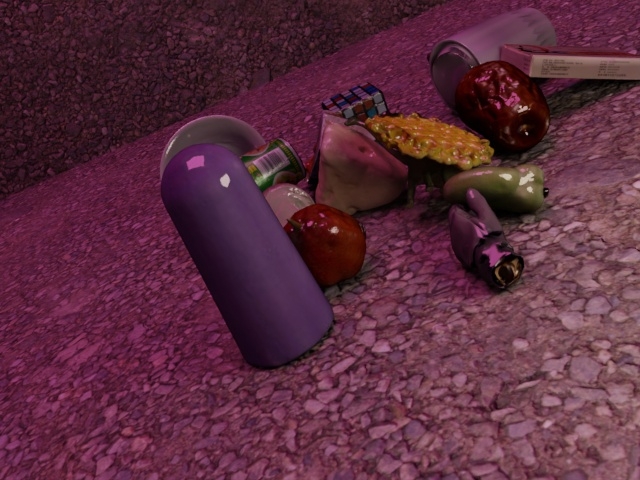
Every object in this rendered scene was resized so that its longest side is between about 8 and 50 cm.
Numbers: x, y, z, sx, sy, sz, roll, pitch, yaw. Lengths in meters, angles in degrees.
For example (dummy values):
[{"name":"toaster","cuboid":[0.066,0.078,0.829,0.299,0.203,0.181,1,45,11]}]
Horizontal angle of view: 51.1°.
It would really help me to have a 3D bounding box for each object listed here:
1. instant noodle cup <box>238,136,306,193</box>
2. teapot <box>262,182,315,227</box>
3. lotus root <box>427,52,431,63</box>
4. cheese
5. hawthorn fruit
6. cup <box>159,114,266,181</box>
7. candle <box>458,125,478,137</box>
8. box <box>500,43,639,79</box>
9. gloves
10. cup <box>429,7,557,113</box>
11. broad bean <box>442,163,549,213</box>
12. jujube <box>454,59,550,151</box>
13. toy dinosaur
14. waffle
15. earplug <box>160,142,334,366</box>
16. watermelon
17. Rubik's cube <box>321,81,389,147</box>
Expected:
[{"name":"instant noodle cup","cuboid":[-0.176,-0.186,1.953,0.232,0.207,0.207,-35,27,-14]},{"name":"teapot","cuboid":[-0.108,-0.050,1.823,0.163,0.222,0.178,13,10,-13]},{"name":"lotus root","cuboid":[0.506,-0.664,2.429,0.182,0.183,0.309,-40,27,-31]},{"name":"cheese","cuboid":[0.104,-0.165,1.810,0.247,0.251,0.174,13,36,-3]},{"name":"hawthorn fruit","cuboid":[0.000,0.000,1.492,0.189,0.251,0.190,-9,66,21]},{"name":"cup","cuboid":[-0.322,-0.207,2.129,0.347,0.347,0.163,-27,-10,-6]},{"name":"candle","cuboid":[0.368,-0.252,1.856,0.192,0.068,0.168,4,35,39]},{"name":"box","cuboid":[0.716,-0.505,1.894,0.353,0.069,0.214,-2,24,-7]},{"name":"gloves","cuboid":[0.324,-0.010,1.353,0.119,0.142,0.285,5,25,-4]},{"name":"cup","cuboid":[0.549,-0.572,2.121,0.371,0.253,0.253,-31,26,-21]},{"name":"broad bean","cuboid":[0.387,-0.113,1.478,0.227,0.169,0.100,8,74,3]},{"name":"jujube","cuboid":[0.483,-0.355,1.779,0.223,0.223,0.318,-22,32,4]},{"name":"toy dinosaur","cuboid":[0.281,-0.206,1.676,0.446,0.087,0.301,1,45,1]},{"name":"waffle","cuboid":[0.266,-0.244,1.603,0.307,0.060,0.312,24,24,18]},{"name":"earplug","cuboid":[-0.159,0.020,1.328,0.215,0.456,0.215,-22,25,11]},{"name":"watermelon","cuboid":[0.024,-0.282,1.982,0.319,0.214,0.289,-25,-2,24]},{"name":"Rubik's cube","cuboid":[0.129,-0.391,2.200,0.182,0.187,0.184,-24,23,1]}]
